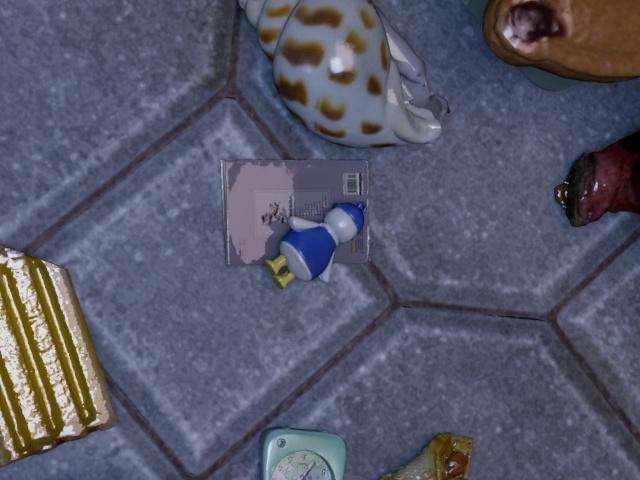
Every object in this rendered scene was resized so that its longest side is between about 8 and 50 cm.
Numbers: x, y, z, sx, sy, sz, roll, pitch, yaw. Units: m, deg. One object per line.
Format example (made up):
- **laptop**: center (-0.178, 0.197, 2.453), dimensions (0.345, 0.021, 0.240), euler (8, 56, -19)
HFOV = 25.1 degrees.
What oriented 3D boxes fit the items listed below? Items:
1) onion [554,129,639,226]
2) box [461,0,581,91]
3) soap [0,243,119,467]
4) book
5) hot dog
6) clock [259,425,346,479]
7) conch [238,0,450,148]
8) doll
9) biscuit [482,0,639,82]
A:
- **onion**: center (0.492, -0.104, 1.742), dimensions (0.420, 0.398, 0.399), euler (0, 86, 26)
- **box**: center (0.306, -0.427, 1.752), dimensions (0.344, 0.177, 0.352), euler (-45, 100, -16)
- **soap**: center (-0.325, 0.116, 1.576), dimensions (0.140, 0.073, 0.232), euler (-20, 93, -19)
- **book**: center (-0.028, -0.034, 1.708), dimensions (0.181, 0.014, 0.127), euler (-1, 88, -18)
- **hot dog**: center (0.128, 0.290, 1.716), dimensions (0.169, 0.061, 0.078), euler (-37, 100, -15)
- **clock**: center (-0.027, 0.286, 1.679), dimensions (0.101, 0.041, 0.135), euler (9, 86, -17)
- **conch**: center (0.018, -0.206, 1.661), dimensions (0.148, 0.183, 0.275), euler (-31, 96, 17)
- **doll**: center (0.000, 0.000, 1.679), dimensions (0.143, 0.057, 0.099), euler (-39, 121, -16)
- **biscuit**: center (0.300, -0.404, 1.627), dimensions (0.349, 0.078, 0.456), euler (-19, 91, -25)
